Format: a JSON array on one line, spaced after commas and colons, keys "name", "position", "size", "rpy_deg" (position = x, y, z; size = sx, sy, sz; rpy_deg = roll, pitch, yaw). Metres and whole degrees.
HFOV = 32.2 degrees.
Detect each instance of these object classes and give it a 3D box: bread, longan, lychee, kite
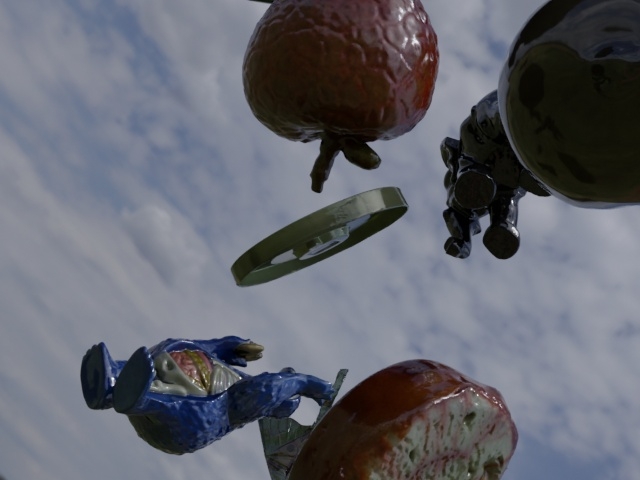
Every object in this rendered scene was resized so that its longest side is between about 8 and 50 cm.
[{"name": "bread", "position": [0.103, 0.314, 1.439], "size": [0.295, 0.328, 0.114], "rpy_deg": [22, 11, -40]}, {"name": "longan", "position": [0.420, -0.197, 1.498], "size": [0.361, 0.361, 0.361], "rpy_deg": [40, -24, 22]}, {"name": "lychee", "position": [0.023, -0.214, 1.421], "size": [0.255, 0.300, 0.255], "rpy_deg": [6, -7, 1]}, {"name": "kite", "position": [-0.007, 0.304, 1.780], "size": [0.229, 0.250, 0.012], "rpy_deg": [11, -37, 29]}]

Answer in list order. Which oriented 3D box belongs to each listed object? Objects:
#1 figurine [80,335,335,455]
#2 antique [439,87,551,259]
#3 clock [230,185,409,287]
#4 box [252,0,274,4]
[{"name": "figurine", "position": [-0.122, 0.167, 1.185], "size": [0.262, 0.121, 0.164], "rpy_deg": [9, 5, -28]}, {"name": "antique", "position": [0.320, -0.134, 1.992], "size": [0.185, 0.322, 0.255], "rpy_deg": [23, 24, -11]}, {"name": "clock", "position": [0.000, 0.000, 1.370], "size": [0.029, 0.235, 0.235], "rpy_deg": [65, -20, 10]}, {"name": "box", "position": [-0.064, -0.512, 1.953], "size": [0.243, 0.163, 0.135], "rpy_deg": [16, -8, 32]}]
